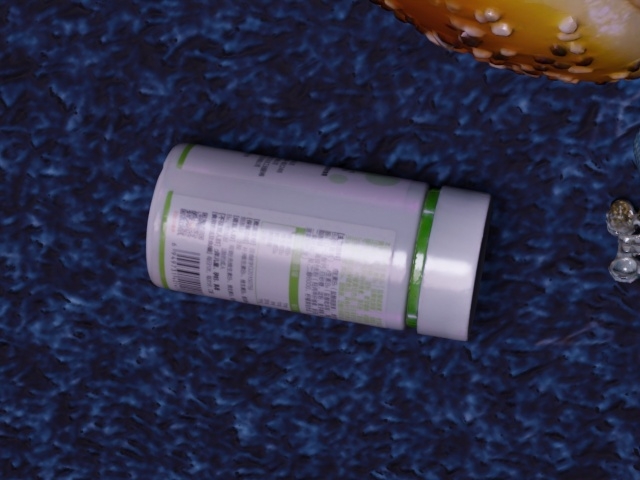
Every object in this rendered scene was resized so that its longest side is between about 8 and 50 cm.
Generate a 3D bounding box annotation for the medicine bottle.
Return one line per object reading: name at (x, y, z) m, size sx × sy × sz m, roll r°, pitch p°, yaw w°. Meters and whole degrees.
medicine bottle at (0.000, 0.000, 0.946) m, size 0.183 × 0.086 × 0.086 m, roll 10°, pitch 112°, yaw 8°

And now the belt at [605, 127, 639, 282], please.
belt at (0.251, -0.017, 0.895) m, size 0.179 × 0.065 × 0.100 m, roll 8°, pitch 136°, yaw -2°

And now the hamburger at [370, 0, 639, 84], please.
hamburger at (0.060, -0.191, 0.761) m, size 0.300 × 0.300 × 0.176 m, roll 42°, pitch 101°, yaw -5°
